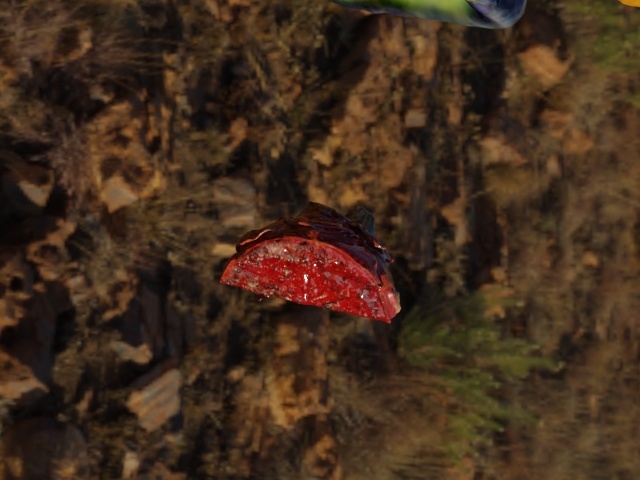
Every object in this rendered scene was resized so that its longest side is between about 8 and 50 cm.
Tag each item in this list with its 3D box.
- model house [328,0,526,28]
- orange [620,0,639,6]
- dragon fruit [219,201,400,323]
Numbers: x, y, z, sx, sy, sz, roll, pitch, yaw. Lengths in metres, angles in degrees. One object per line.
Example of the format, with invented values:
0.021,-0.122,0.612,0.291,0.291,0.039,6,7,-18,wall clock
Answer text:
0.005,-0.192,0.367,0.211,0.170,0.194,16,88,-13,model house
0.192,-0.253,0.536,0.261,0.261,0.261,2,87,-57,orange
0.000,0.000,0.892,0.106,0.162,0.083,-58,151,-52,dragon fruit
